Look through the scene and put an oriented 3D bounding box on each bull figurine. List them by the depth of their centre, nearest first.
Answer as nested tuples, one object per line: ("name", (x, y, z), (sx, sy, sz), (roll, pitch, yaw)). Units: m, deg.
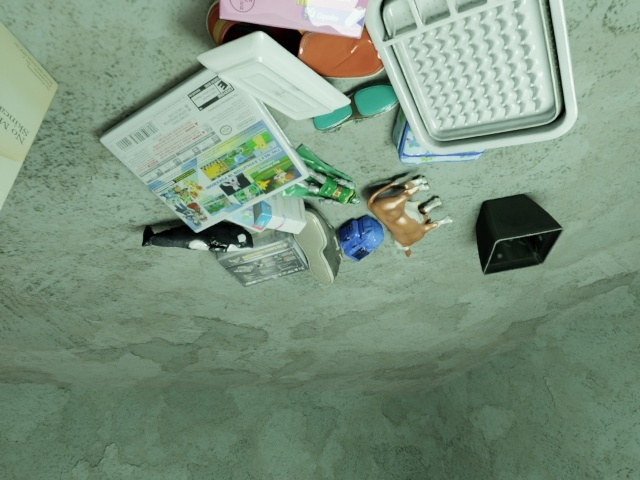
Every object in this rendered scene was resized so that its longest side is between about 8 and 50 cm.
("bull figurine", (0.252, -0.066, 1.144), (0.188, 0.101, 0.310), (-32, 143, 19))

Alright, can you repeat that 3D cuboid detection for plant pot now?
("plant pot", (0.565, -0.027, 1.213), (0.187, 0.167, 0.188), (-10, 143, 2))

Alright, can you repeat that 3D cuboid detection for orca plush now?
("orca plush", (-0.324, -0.032, 1.096), (0.286, 0.102, 0.151), (5, -172, -3))

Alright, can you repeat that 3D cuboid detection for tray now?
("tray", (-0.071, -0.273, 0.727), (0.145, 0.030, 0.270), (-2, 173, 34))

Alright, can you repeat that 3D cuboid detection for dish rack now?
("dish rack", (0.254, -0.306, 0.679), (0.285, 0.072, 0.333), (0, 137, 40))

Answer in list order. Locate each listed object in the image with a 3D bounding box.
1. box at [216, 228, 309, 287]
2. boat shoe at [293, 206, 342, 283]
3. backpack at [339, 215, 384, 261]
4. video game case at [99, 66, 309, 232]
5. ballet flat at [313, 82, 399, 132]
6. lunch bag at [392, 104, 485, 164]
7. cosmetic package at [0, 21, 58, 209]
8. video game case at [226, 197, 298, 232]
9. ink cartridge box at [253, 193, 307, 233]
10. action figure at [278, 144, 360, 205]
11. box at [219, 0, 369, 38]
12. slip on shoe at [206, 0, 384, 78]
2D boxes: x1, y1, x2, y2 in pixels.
("box", (-0.171, 0.053, 1.241), (0.230, 0.056, 0.183), (-17, 143, 10))
("boat shoe", (0.000, 0.000, 1.199), (0.112, 0.096, 0.335), (18, 148, 24))
("backpack", (0.120, -0.011, 1.189), (0.101, 0.098, 0.120), (28, 130, -36))
("video game case", (-0.238, -0.183, 0.875), (0.328, 0.036, 0.300), (-24, 130, 18))
("ballet flat", (0.075, -0.276, 0.855), (0.188, 0.070, 0.070), (-14, 144, 12))
("lunch bag", (0.280, -0.252, 0.908), (0.218, 0.090, 0.176), (-3, 146, -8))
("cosmetic package", (-0.534, -0.192, 0.607), (0.113, 0.310, 0.160), (-16, 144, 8))
("video game case", (-0.209, -0.126, 1.016), (0.285, 0.025, 0.204), (23, 133, -37))
("ink cartridge box", (-0.102, -0.073, 1.014), (0.122, 0.089, 0.052), (11, 139, -27))
("action figure", (0.016, -0.136, 1.024), (0.232, 0.064, 0.137), (15, 124, -37))
("box", (-0.026, -0.430, 0.548), (0.213, 0.117, 0.243), (1, 136, -14))
("slip on shoe", (-0.028, -0.336, 0.709), (0.330, 0.101, 0.123), (3, 141, -19))
